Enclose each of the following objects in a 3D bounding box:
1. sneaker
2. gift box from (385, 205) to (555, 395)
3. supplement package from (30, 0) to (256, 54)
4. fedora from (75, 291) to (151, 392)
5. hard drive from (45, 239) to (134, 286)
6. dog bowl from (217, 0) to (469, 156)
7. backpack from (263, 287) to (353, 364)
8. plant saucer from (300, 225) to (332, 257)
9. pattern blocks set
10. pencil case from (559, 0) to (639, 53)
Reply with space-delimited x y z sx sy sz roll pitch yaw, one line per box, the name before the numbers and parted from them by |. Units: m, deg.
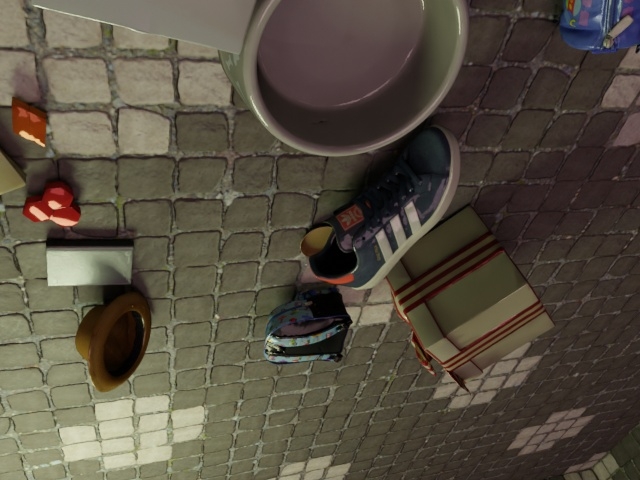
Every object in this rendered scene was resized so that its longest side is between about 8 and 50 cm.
sneaker | 0.097 -0.047 1.008 0.148 0.131 0.350 6 127 -36
gift box | 0.295 0.137 1.206 0.258 0.255 0.276 -34 133 11
supplement package | -0.147 -0.356 0.547 0.199 0.198 0.263 5 132 -27
fedora | -0.383 0.176 1.073 0.079 0.194 0.194 15 139 15
hard drive | -0.386 0.038 0.995 0.135 0.022 0.094 0 134 -22
dog bowl | 0.039 -0.263 0.794 0.348 0.102 0.349 -12 137 -11
backpack | -0.037 0.180 1.214 0.173 0.117 0.158 -7 137 -17
plant saucer | 0.000 0.000 1.117 0.083 0.015 0.083 -12 137 -11
pattern blocks set | -0.499 -0.112 0.788 0.285 0.026 0.325 -14 138 -8
pencil case | 0.390 -0.391 0.782 0.119 0.133 0.306 -2 140 16
